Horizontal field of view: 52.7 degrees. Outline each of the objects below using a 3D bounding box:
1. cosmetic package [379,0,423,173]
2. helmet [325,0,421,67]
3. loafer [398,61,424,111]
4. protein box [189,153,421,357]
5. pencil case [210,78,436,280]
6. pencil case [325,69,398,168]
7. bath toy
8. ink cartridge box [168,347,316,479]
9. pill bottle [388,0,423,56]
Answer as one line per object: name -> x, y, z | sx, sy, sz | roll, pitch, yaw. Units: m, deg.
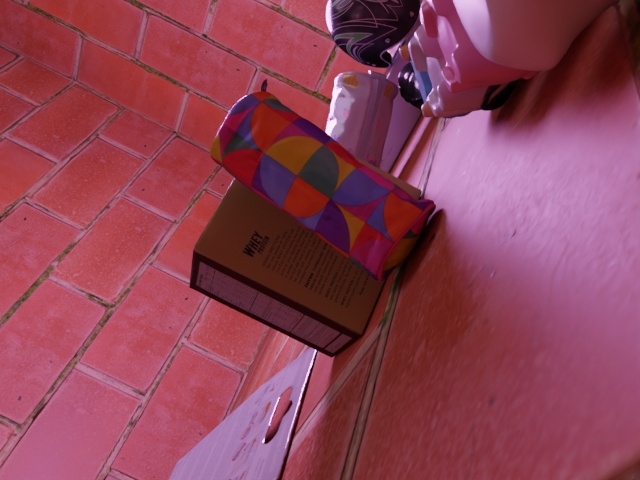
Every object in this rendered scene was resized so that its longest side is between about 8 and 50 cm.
cosmetic package -> 0.168, -0.310, 1.321 | 0.377, 0.098, 0.284 | -62, 1, 20
helmet -> 0.093, -0.400, 1.150 | 0.169, 0.170, 0.161 | -63, -11, -6
loafer -> 0.157, -0.241, 1.005 | 0.076, 0.078, 0.223 | -63, 3, 10
protein box -> -0.022, -0.001, 0.778 | 0.199, 0.201, 0.136 | -64, 3, -25
pencil case -> 0.000, -0.061, 0.657 | 0.104, 0.236, 0.104 | -46, -17, -18
pencil case -> 0.052, -0.145, 1.092 | 0.124, 0.114, 0.272 | 113, 169, -84
bath toy -> 0.137, -0.180, 0.475 | 0.129, 0.151, 0.348 | -20, 5, 4
ink cartridge box -> -0.125, 0.358, 0.948 | 0.385, 0.091, 0.308 | -44, 10, 23
pill bottle -> 0.274, -0.608, 1.776 | 0.229, 0.131, 0.131 | -64, 3, -25
